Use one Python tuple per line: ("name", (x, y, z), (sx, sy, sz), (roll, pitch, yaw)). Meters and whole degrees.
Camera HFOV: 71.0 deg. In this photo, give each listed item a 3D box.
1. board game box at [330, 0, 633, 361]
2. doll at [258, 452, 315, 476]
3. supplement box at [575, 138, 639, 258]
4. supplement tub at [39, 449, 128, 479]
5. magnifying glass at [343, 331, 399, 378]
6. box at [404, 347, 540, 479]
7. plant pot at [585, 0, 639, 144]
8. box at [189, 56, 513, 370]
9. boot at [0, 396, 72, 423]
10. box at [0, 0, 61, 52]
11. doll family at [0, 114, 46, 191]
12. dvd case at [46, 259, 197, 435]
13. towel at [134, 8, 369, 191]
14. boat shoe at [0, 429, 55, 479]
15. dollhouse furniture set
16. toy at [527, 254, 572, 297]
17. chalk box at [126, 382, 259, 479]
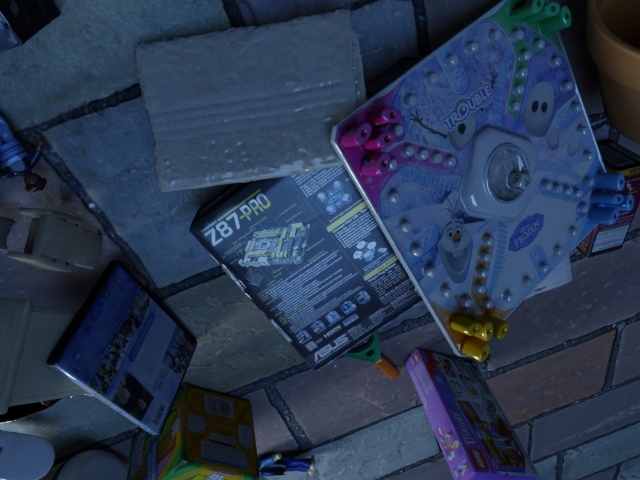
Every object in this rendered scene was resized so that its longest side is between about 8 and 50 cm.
("board game box", (0.259, -0.091, 0.620), (0.390, 0.050, 0.390), (-39, 112, -14))
("doll", (-0.111, 0.590, 1.175), (0.188, 0.046, 0.129), (2, 134, -10))
("supplement box", (0.516, -0.076, 0.834), (0.080, 0.104, 0.188), (-14, 128, -7))
("supplement tub", (-0.573, 0.608, 0.936), (0.316, 0.228, 0.228), (-27, 128, 4))
("magnifying glass", (0.115, 0.253, 1.011), (0.092, 0.026, 0.231), (-35, 125, 10))
("box", (0.325, 0.387, 0.997), (0.200, 0.293, 0.057), (19, 121, -27))
("plant pot", (0.516, -0.261, 0.607), (0.290, 0.291, 0.203), (-29, 144, 6))
("box", (0.057, -0.024, 0.687), (0.394, 0.097, 0.318), (-36, 113, 8))
("boot", (-0.423, 0.230, 0.776), (0.305, 0.115, 0.112), (-16, 126, -6))
("box", (-0.342, -0.259, 0.410), (0.093, 0.158, 0.156), (-21, 128, -1))
("doll family", (-0.441, -0.082, 0.562), (0.192, 0.076, 0.111), (-25, 109, 8))
("dvd case", (-0.300, 0.180, 0.730), (0.022, 0.181, 0.253), (-6, 136, 21))
("towel", (-0.079, -0.171, 0.562), (0.281, 0.049, 0.187), (-8, 97, 1))
("boat shoe", (-0.653, 0.376, 0.825), (0.301, 0.108, 0.102), (29, 136, -25))
("dollhouse furniture set", (-0.499, 0.103, 0.671), (0.303, 0.287, 0.198), (5, 168, 9))
("toy", (0.416, 0.008, 0.898), (0.136, 0.056, 0.237), (-23, 124, 5))
("chalk box", (-0.291, 0.480, 0.956), (0.180, 0.179, 0.289), (30, 113, -31))
